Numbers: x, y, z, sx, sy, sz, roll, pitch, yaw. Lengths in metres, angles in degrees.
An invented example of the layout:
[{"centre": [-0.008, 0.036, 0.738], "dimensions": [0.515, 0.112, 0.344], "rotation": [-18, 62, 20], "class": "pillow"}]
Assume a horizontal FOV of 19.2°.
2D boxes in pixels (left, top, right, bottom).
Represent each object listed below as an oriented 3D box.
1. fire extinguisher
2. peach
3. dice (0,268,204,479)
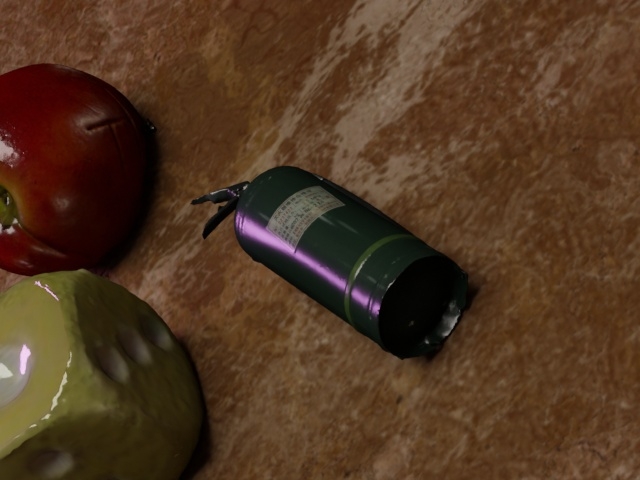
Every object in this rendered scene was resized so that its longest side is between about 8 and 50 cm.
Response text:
[{"centre": [0.000, 0.000, 1.575], "dimensions": [0.118, 0.093, 0.294], "rotation": [-37, 39, -17], "class": "fire extinguisher"}, {"centre": [-0.256, -0.069, 1.823], "dimensions": [0.196, 0.226, 0.190], "rotation": [22, 117, 14], "class": "peach"}, {"centre": [-0.215, 0.141, 1.622], "dimensions": [0.169, 0.169, 0.166], "rotation": [-35, 47, 21], "class": "dice"}]
